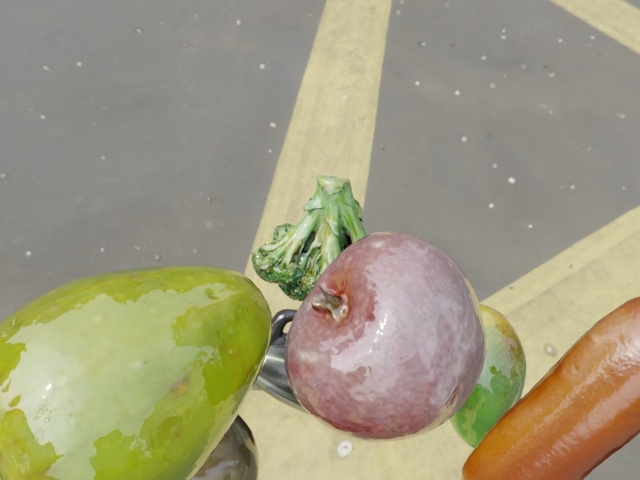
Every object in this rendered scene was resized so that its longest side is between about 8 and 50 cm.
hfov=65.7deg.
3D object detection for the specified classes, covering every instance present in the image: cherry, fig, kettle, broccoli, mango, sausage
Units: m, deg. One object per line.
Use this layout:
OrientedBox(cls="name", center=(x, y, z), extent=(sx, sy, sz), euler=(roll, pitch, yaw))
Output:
OrientedBox(cls="cherry", center=(0.091, 0.129, 0.631), extent=(0.221, 0.307, 0.261), euler=(32, 87, 47))
OrientedBox(cls="fig", center=(-0.202, 0.146, 0.551), extent=(0.326, 0.258, 0.258), euler=(-37, 66, -28))
OrientedBox(cls="kettle", center=(-0.069, 0.329, 1.305), extent=(0.271, 0.251, 0.207), euler=(21, 53, -16))
OrientedBox(cls="broccoli", center=(0.000, 0.000, 0.973), extent=(0.269, 0.269, 0.254), euler=(-29, 40, -26))
OrientedBox(cls="mango", center=(0.381, 0.334, 1.198), extent=(0.201, 0.381, 0.225), euler=(-12, 20, -26))
OrientedBox(cls="sausage", center=(0.247, 0.175, 0.486), extent=(0.089, 0.300, 0.083), euler=(24, 24, -15))

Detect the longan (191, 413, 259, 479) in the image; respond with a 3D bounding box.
OrientedBox(cls="longan", center=(-0.292, 0.404, 0.905), extent=(0.361, 0.361, 0.360), euler=(4, 53, -5))
